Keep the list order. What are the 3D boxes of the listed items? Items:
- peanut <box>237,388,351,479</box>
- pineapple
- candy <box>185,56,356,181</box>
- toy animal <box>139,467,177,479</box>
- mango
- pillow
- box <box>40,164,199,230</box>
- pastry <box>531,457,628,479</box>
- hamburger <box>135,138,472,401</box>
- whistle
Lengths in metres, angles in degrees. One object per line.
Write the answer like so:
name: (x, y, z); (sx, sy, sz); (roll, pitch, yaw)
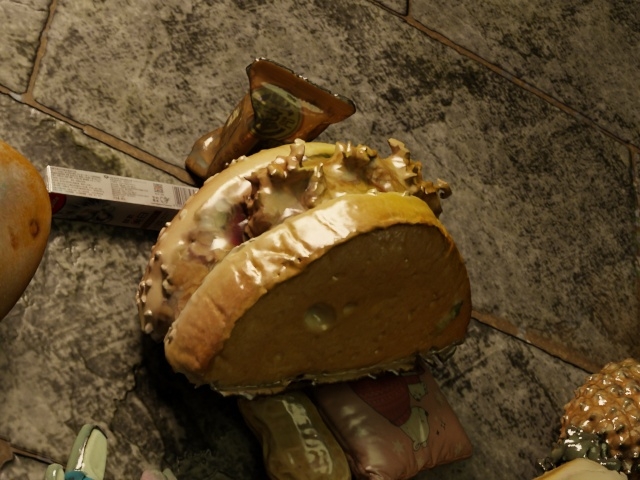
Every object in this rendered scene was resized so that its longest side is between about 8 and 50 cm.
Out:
peanut: (-0.036, 0.239, 1.671); (0.093, 0.083, 0.194); (-34, 78, -12)
pineapple: (0.369, 0.303, 1.913); (0.169, 0.169, 0.340); (52, 49, 3)
candy: (-0.072, -0.140, 1.779); (0.143, 0.271, 0.101); (24, 57, -18)
toy animal: (-0.156, 0.334, 1.483); (0.138, 0.108, 0.236); (10, 54, -34)
mango: (-0.426, 0.028, 1.415); (0.221, 0.199, 0.384); (43, 44, -8)
pillow: (0.074, 0.207, 1.779); (0.236, 0.084, 0.223); (-10, 63, -48)
box: (-0.249, -0.049, 1.721); (0.218, 0.055, 0.039); (7, 56, -36)
pastry: (0.261, 0.362, 1.690); (0.265, 0.265, 0.133); (-24, 77, -46)
hamburger: (0.000, 0.000, 1.686); (0.445, 0.287, 0.268); (-3, 35, -40)
whistle: (-0.262, 0.295, 1.454); (0.114, 0.077, 0.236); (56, 27, -38)
